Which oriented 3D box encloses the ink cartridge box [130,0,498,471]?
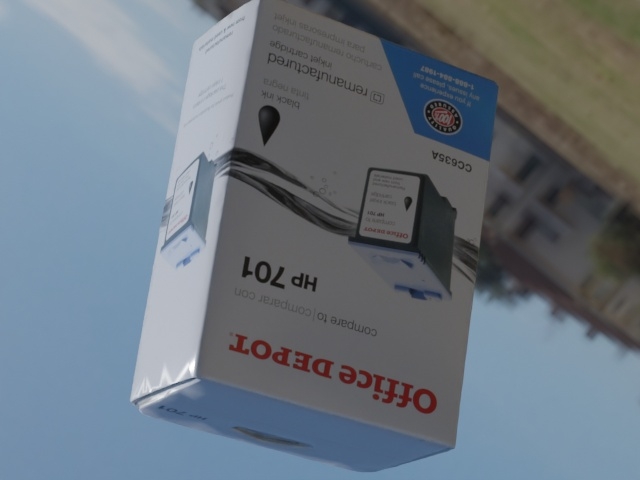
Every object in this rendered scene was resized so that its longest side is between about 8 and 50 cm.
[{"bbox_3d":[0.000,0.000,0.881,0.140,0.190,0.082,17,157,-24],"label":"ink cartridge box"}]
